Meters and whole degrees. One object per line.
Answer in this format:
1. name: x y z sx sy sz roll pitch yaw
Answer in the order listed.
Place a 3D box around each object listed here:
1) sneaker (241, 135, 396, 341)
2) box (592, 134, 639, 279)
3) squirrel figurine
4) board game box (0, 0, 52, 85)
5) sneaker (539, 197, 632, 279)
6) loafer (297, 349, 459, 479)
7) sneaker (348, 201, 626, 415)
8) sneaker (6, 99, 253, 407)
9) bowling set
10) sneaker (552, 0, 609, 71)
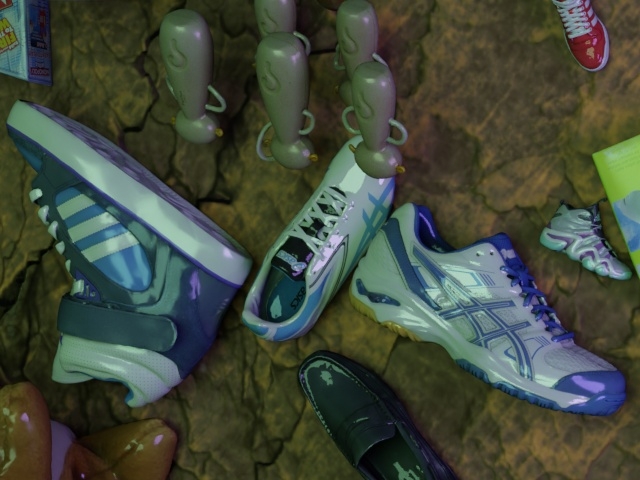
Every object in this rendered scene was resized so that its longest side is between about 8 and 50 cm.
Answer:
1. sneaker: 0.000 0.000 1.831 0.085 0.086 0.237 33 99 19
2. box: 0.341 -0.019 1.726 0.109 0.042 0.178 -23 81 19
3. squirrel figurine: -0.388 0.314 1.820 0.281 0.370 0.397 23 98 19
4. board game box: -0.373 -0.247 1.986 0.194 0.060 0.194 -18 82 19
5. sneaker: 0.267 -0.008 1.755 0.098 0.038 0.069 28 100 18
6. loafer: 0.057 0.196 1.810 0.076 0.078 0.223 -46 75 14
7. sneaker: 0.171 0.063 1.752 0.296 0.112 0.131 27 98 18
8. sneaker: -0.251 0.028 1.899 0.323 0.130 0.236 36 98 11
9. bowling set: 0.001 -0.172 1.819 0.287 0.200 0.154 21 137 28
10. sneaker: 0.244 -0.222 1.750 0.042 0.067 0.118 -17 84 20
